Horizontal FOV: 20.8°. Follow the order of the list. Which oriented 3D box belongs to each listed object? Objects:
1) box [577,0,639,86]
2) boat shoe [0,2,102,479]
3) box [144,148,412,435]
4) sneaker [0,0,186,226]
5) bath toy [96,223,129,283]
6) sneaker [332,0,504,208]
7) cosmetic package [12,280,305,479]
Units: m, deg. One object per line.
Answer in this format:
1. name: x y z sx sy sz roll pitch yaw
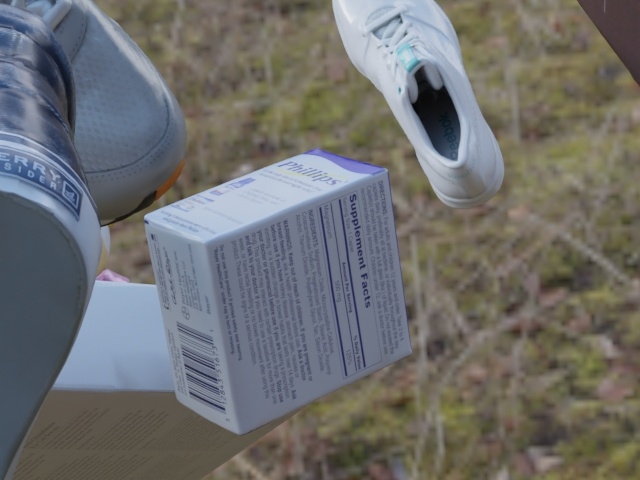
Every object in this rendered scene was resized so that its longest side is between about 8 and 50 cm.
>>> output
1. box: 0.193 -0.094 0.550 0.143 0.191 0.381 -15 44 -12
2. boat shoe: -0.098 0.036 0.400 0.065 0.183 0.083 22 30 -20
3. box: -0.024 0.028 1.051 0.137 0.126 0.072 -22 25 -32
4. sneaker: -0.151 -0.106 0.617 0.099 0.262 0.121 -53 6 -24
5. bath toy: -0.219 0.058 1.542 0.151 0.348 0.129 9 39 40
6. sneaker: 0.069 -0.128 1.281 0.080 0.212 0.094 -31 -20 6
7. cosmetic package: -0.227 0.151 1.349 0.284 0.097 0.377 4 -29 -39
